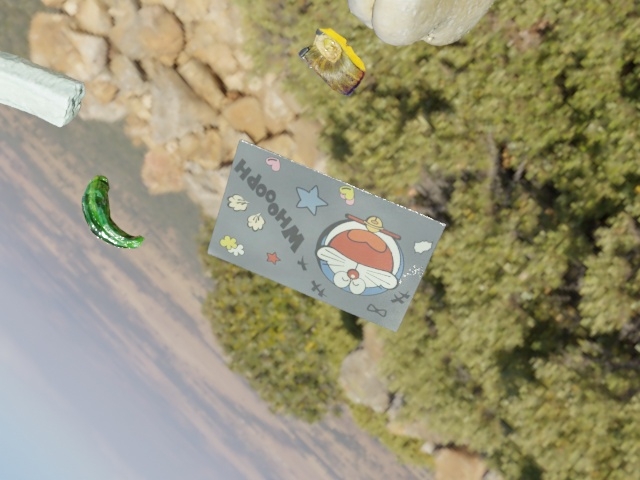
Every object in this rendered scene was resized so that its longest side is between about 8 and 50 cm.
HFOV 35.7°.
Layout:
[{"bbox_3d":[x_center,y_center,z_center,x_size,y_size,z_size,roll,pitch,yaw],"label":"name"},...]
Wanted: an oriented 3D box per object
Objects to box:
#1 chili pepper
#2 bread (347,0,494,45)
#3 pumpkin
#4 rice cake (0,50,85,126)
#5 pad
[{"bbox_3d":[-0.282,-0.035,1.306,0.118,0.055,0.035,54,154,20],"label":"chili pepper"},{"bbox_3d":[0.159,-0.317,1.069,0.102,0.337,0.183,33,158,27],"label":"bread"},{"bbox_3d":[0.022,-0.252,1.390,0.101,0.035,0.073,46,142,5],"label":"pumpkin"},{"bbox_3d":[-0.331,-0.159,0.888,0.245,0.045,0.042,17,128,3],"label":"rice cake"},{"bbox_3d":[0.000,0.000,1.129,0.245,0.006,0.170,23,126,2],"label":"pad"}]
